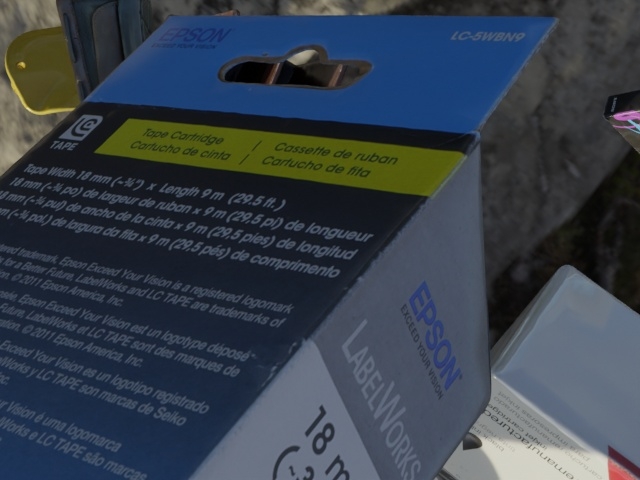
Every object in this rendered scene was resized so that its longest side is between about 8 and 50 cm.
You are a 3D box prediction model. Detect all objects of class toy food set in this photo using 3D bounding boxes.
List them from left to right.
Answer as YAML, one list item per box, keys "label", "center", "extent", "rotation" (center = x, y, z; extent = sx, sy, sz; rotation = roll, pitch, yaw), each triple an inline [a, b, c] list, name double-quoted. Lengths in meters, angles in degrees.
- label: "toy food set"
  center: [-0.301, -0.205, 1.687]
  extent: [0.217, 0.128, 0.071]
  rotation: [-14, 154, -34]

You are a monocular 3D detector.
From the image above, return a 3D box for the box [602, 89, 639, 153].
- label: "box"
  center: [0.361, -0.107, 1.228]
  extent: [0.116, 0.162, 0.029]
  rotation: [38, 58, -37]

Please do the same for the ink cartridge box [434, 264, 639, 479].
- label: "ink cartridge box"
  center: [0.184, 0.170, 0.979]
  extent: [0.114, 0.197, 0.273]
  rotation: [-50, 172, -30]

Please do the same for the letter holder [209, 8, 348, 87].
- label: "letter holder"
  center: [-0.113, -0.135, 1.728]
  extent: [0.152, 0.214, 0.302]
  rotation: [28, 81, -23]

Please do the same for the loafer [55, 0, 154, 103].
- label: "loafer"
  center: [-0.191, -0.103, 1.226]
  extent: [0.084, 0.096, 0.268]
  rotation: [-1, 102, 3]

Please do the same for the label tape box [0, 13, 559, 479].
- label: "label tape box"
  center: [-0.067, 0.045, 0.532]
  extent: [0.334, 0.240, 0.106]
  rotation: [-48, 129, -30]
